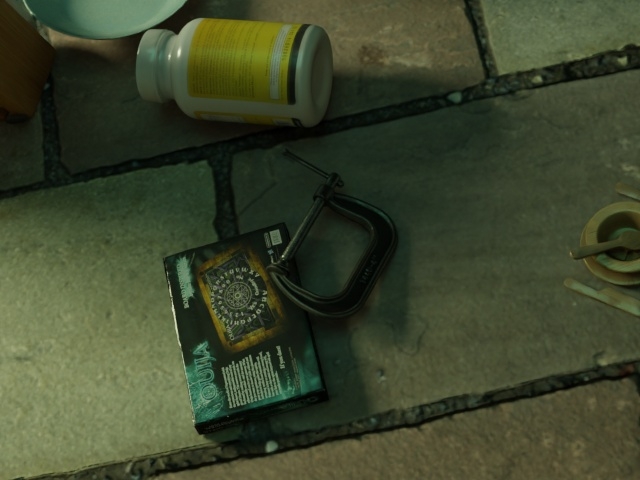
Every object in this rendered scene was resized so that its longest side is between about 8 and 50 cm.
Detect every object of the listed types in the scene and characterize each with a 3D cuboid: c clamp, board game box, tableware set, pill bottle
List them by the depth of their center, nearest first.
[{"bbox_3d":[0.326,0.017,1.414,0.194,0.039,0.128,22,67,22],"label":"tableware set"},{"bbox_3d":[-0.073,0.080,1.469,0.126,0.026,0.186,-16,59,3],"label":"board game box"},{"bbox_3d":[0.000,0.000,1.485,0.137,0.022,0.161,22,55,2],"label":"c clamp"},{"bbox_3d":[-0.086,-0.170,1.572,0.184,0.103,0.103,6,62,15],"label":"pill bottle"}]

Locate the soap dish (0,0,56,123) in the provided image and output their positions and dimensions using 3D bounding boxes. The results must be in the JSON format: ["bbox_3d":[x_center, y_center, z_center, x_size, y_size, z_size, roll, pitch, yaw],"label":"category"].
[{"bbox_3d":[-0.415,-0.190,1.562,0.229,0.291,0.118,-7,79,7],"label":"soap dish"}]

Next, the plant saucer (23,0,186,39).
[{"bbox_3d":[-0.225,-0.277,1.692,0.195,0.037,0.195,-1,54,2],"label":"plant saucer"}]
